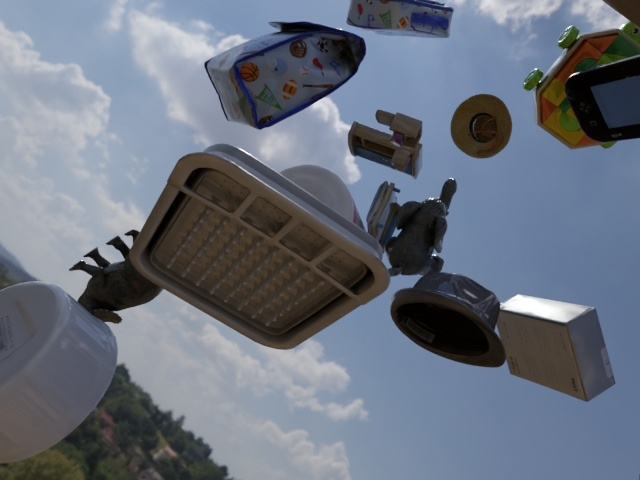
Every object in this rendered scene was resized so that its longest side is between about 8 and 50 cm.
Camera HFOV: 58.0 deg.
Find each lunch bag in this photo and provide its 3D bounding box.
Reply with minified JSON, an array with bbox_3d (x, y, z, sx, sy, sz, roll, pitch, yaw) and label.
[{"bbox_3d":[-0.100,-0.503,1.665,0.328,0.385,0.239,36,-30,60],"label":"lunch bag"},{"bbox_3d":[0.245,-0.666,1.710,0.243,0.303,0.115,24,-63,44],"label":"lunch bag"}]

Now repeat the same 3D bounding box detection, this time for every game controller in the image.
[{"bbox_3d":[0.625,-0.279,1.129,0.166,0.067,0.319,66,-18,-12],"label":"game controller"}]

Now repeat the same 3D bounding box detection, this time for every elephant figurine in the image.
[{"bbox_3d":[0.260,-0.037,1.470,0.186,0.169,0.239,-109,-145,-60],"label":"elephant figurine"}]

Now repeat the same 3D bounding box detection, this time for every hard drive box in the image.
[{"bbox_3d":[0.511,0.231,1.286,0.232,0.089,0.181,8,-62,67],"label":"hard drive box"}]

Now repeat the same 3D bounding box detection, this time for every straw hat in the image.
[{"bbox_3d":[0.365,-0.248,1.282,0.144,0.144,0.061,34,19,30],"label":"straw hat"}]

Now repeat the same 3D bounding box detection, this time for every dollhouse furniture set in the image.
[{"bbox_3d":[0.119,-0.149,1.512,0.198,0.303,0.286,22,-13,16],"label":"dollhouse furniture set"}]

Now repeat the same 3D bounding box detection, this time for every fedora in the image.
[{"bbox_3d":[0.290,0.155,1.257,0.275,0.124,0.244,1,-44,45],"label":"fedora"}]

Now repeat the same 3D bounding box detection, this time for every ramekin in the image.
[{"bbox_3d":[-0.486,0.196,0.929,0.277,0.277,0.135,27,-30,40],"label":"ramekin"}]

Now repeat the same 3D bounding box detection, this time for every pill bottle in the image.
[{"bbox_3d":[0.000,0.000,1.101,0.176,0.176,0.318,38,-8,22],"label":"pill bottle"}]

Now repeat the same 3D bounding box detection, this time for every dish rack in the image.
[{"bbox_3d":[-0.089,0.016,0.774,0.285,0.072,0.333,32,-39,-14],"label":"dish rack"}]

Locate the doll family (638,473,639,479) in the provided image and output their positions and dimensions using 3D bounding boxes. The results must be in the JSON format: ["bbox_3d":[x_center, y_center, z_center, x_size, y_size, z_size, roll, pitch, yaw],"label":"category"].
[{"bbox_3d":[0.385,0.338,0.558,0.163,0.263,0.118,-5,-46,16],"label":"doll family"}]

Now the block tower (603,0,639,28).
[{"bbox_3d":[0.363,-0.274,0.407,0.097,0.335,0.091,52,-5,22],"label":"block tower"}]

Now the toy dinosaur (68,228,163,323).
[{"bbox_3d":[-0.380,0.073,1.142,0.160,0.313,0.121,60,-5,-16],"label":"toy dinosaur"}]

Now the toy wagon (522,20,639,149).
[{"bbox_3d":[0.662,-0.388,1.356,0.267,0.344,0.068,33,23,-9],"label":"toy wagon"}]
